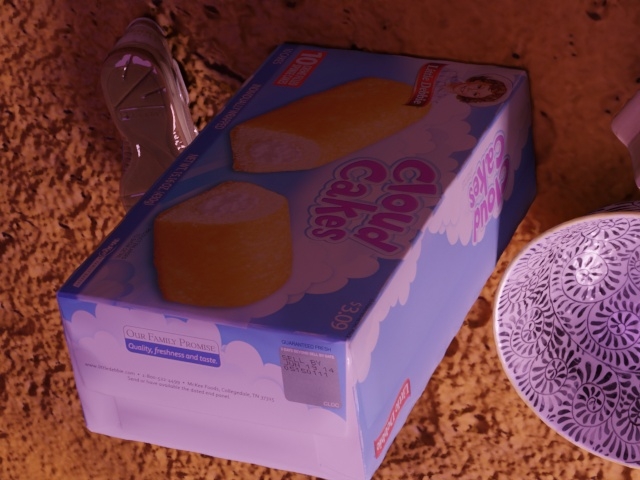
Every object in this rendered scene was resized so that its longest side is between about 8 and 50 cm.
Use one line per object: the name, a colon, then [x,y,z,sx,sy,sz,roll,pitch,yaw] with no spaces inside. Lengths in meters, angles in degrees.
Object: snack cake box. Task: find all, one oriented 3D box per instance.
snack cake box: [0.000,0.000,0.887,0.152,0.264,0.089,7,125,22]

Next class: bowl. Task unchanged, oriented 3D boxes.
bowl: [0.186,0.038,0.942,0.170,0.080,0.170,13,127,19]

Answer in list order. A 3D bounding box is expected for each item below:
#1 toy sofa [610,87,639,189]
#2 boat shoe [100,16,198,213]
toy sofa: [0.325,0.009,0.828,0.362,0.177,0.150,40,107,-3]
boat shoe: [-0.097,-0.061,1.046,0.056,0.048,0.153,-3,129,14]
